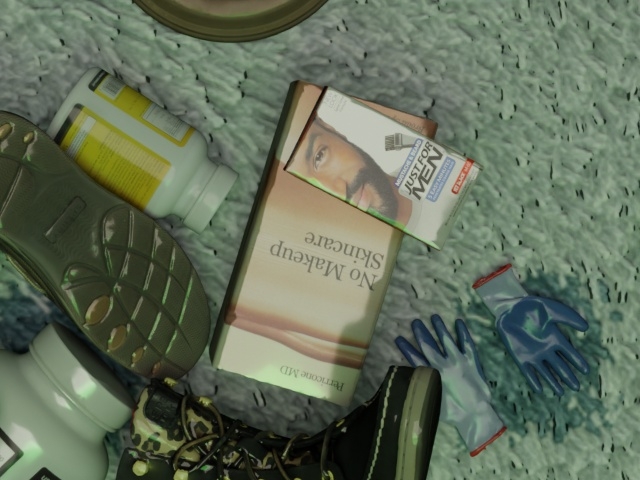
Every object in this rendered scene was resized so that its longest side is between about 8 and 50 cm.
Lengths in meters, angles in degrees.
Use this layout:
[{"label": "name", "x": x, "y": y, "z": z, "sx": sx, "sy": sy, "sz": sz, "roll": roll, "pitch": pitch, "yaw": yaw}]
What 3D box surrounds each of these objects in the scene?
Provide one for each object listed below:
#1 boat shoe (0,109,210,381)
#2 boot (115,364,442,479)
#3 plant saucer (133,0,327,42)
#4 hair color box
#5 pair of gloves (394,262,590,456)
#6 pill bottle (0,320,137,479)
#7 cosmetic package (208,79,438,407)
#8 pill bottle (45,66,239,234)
[{"label": "boat shoe", "x": -0.244, "y": -0.002, "z": 1.670, "sx": 0.132, "sy": 0.130, "sz": 0.355, "roll": -45, "pitch": 117, "yaw": -12}, {"label": "boot", "x": -0.045, "y": 0.210, "z": 1.609, "sx": 0.284, "sy": 0.377, "sz": 0.138, "roll": 18, "pitch": 58, "yaw": 2}, {"label": "plant saucer", "x": -0.092, "y": -0.340, "z": 1.700, "sx": 0.278, "sy": 0.041, "sz": 0.278, "roll": 0, "pitch": 94, "yaw": -2}, {"label": "hair color box", "x": 0.059, "y": -0.069, "z": 1.590, "sx": 0.167, "sy": 0.053, "sz": 0.093, "roll": 26, "pitch": 93, "yaw": -5}, {"label": "pair of gloves", "x": 0.182, "y": 0.121, "z": 1.754, "sx": 0.198, "sy": 0.023, "sz": 0.159, "roll": -35, "pitch": 97, "yaw": 1}, {"label": "pill bottle", "x": -0.338, "y": 0.235, "z": 1.655, "sx": 0.323, "sy": 0.181, "sz": 0.181, "roll": -43, "pitch": 95, "yaw": 0}, {"label": "cosmetic package", "x": 0.000, "y": 0.000, "z": 1.682, "sx": 0.153, "sy": 0.129, "sz": 0.296, "roll": 16, "pitch": 93, "yaw": -5}, {"label": "pill bottle", "x": -0.178, "y": -0.085, "z": 1.680, "sx": 0.184, "sy": 0.103, "sz": 0.103, "roll": 33, "pitch": 92, "yaw": -4}]
